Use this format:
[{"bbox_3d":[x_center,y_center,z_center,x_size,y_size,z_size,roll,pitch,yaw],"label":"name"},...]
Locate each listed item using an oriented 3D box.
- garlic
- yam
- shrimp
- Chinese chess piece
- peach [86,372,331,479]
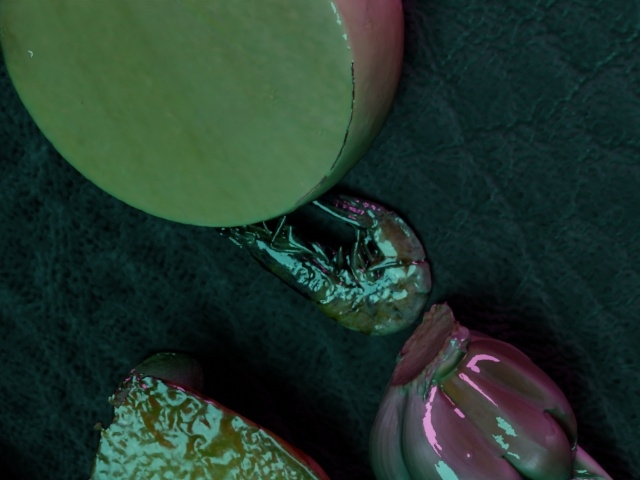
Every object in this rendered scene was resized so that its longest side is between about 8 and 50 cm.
[{"bbox_3d":[0.116,0.139,1.194,0.194,0.127,0.131,37,172,-21],"label":"garlic"},{"bbox_3d":[-0.118,0.152,1.323,0.070,0.070,0.146,17,124,13],"label":"yam"},{"bbox_3d":[0.000,0.000,1.205,0.161,0.034,0.091,28,115,-3],"label":"shrimp"},{"bbox_3d":[-0.071,-0.129,1.111,0.251,0.097,0.251,12,124,18],"label":"Chinese chess piece"},{"bbox_3d":[-0.067,0.201,1.285,0.189,0.068,0.279,-20,106,8],"label":"peach"}]
